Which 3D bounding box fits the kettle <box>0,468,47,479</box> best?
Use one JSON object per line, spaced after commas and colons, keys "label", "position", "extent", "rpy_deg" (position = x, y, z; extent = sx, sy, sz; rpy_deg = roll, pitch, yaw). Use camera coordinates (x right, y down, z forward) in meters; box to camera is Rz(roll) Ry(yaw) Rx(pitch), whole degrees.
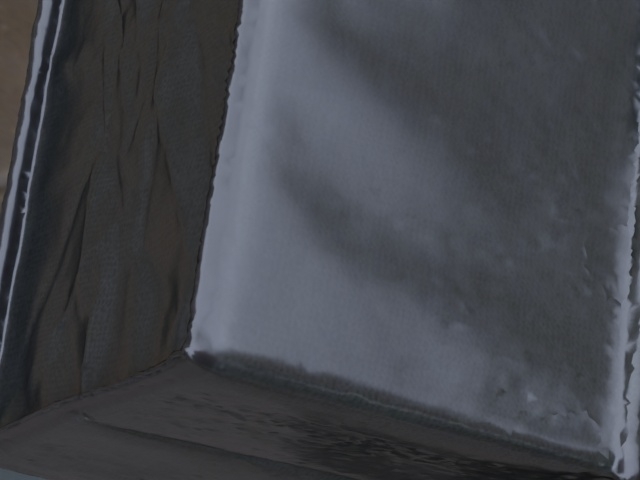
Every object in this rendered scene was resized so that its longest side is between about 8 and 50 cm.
{"label": "kettle", "position": [-0.231, 0.128, 1.591], "extent": [0.160, 0.243, 0.211], "rpy_deg": [2, 62, -5]}

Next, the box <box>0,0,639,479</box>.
{"label": "box", "position": [0.005, -0.061, 0.865], "extent": [0.204, 0.251, 0.345], "rpy_deg": [16, 70, -25]}
